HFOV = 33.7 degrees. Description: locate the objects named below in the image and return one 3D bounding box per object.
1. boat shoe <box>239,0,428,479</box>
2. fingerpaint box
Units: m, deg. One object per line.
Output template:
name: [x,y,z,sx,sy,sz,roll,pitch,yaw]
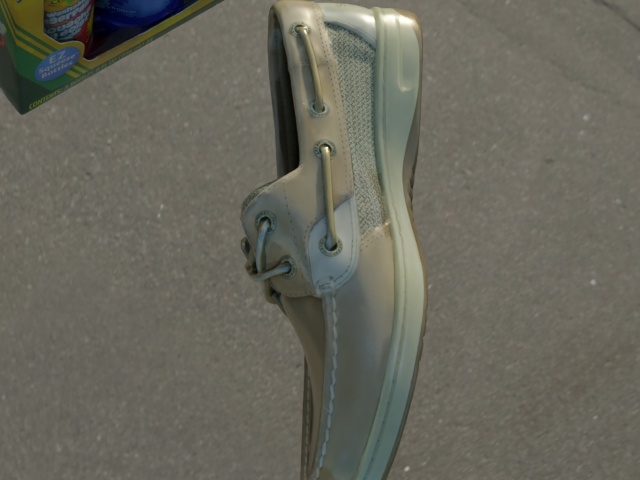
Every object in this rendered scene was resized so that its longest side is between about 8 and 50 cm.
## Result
boat shoe: [0.000,0.000,0.596,0.098,0.109,0.302,8,70,-11]
fingerpaint box: [-0.230,-0.399,1.307,0.445,0.371,0.163,-36,80,-25]
